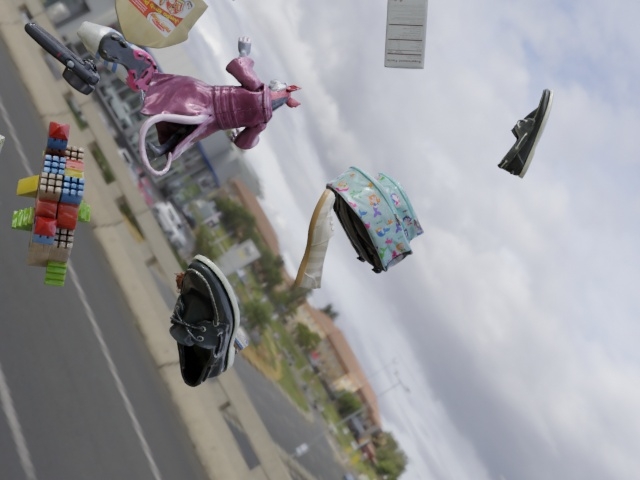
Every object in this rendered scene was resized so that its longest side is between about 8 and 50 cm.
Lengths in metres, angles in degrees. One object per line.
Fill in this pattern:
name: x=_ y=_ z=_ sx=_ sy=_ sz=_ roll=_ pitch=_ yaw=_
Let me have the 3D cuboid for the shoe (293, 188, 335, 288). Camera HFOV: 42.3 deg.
shoe: x=0.000 y=0.000 z=1.718 sx=0.058 sy=0.219 sz=0.076 roll=17 pitch=16 yaw=3

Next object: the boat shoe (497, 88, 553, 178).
boat shoe: x=0.513 y=-0.273 z=2.048 sx=0.079 sy=0.233 sz=0.084 roll=24 pitch=3 yaw=12

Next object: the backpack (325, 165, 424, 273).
backpack: x=0.132 y=-0.072 z=2.124 sx=0.253 sy=0.191 sz=0.225 roll=54 pitch=-5 yaw=-28

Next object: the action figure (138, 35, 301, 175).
action figure: x=-0.224 y=-0.310 z=1.859 sx=0.275 sy=0.370 sz=0.248 roll=-95 pitch=175 yaw=-70

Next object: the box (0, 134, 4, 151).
box: x=-0.950 y=-0.128 z=2.016 sx=0.177 sy=0.279 sz=0.290 roll=27 pitch=29 yaw=-4

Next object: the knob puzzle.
knob puzzle: x=-0.369 y=-0.509 z=1.823 sx=0.030 sy=0.213 sz=0.213 roll=8 pitch=-50 yaw=61

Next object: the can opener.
can opener: x=-0.540 y=-0.386 z=1.729 sx=0.186 sy=0.073 sz=0.059 roll=43 pitch=3 yaw=-17

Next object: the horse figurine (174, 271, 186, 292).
horse figurine: x=-0.313 y=0.174 z=2.299 sx=0.263 sy=0.066 sz=0.174 roll=-2 pitch=-92 yaw=49

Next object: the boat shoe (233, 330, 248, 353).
boat shoe: x=-0.239 y=0.179 z=1.820 sx=0.183 sy=0.066 sz=0.066 roll=50 pitch=-13 yaw=0

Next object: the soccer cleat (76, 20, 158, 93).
soccer cleat: x=-0.604 y=-0.557 z=2.486 sx=0.143 sy=0.116 sz=0.331 roll=33 pitch=-5 yaw=21

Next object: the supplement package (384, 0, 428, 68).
supplement package: x=0.219 y=-0.531 z=2.125 sx=0.105 sy=0.105 sz=0.179 roll=-68 pitch=161 yaw=-77

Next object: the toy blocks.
toy blocks: x=-0.656 y=-0.112 z=2.065 sx=0.261 sy=0.191 sz=0.381 roll=134 pitch=-40 yaw=-56

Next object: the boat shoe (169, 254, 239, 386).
boat shoe: x=-0.241 y=0.172 z=1.618 sx=0.127 sy=0.113 sz=0.340 roll=38 pitch=-35 yaw=21
